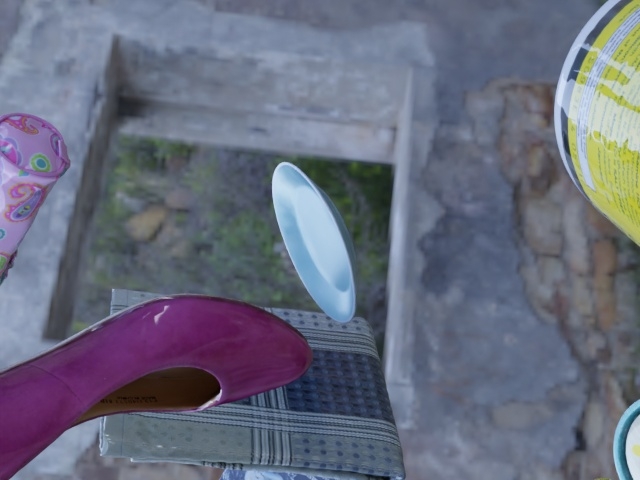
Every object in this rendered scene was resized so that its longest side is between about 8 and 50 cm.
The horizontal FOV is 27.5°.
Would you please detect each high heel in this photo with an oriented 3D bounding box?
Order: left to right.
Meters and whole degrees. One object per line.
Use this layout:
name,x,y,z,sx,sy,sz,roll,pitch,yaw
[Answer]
high heel,-0.158,0.139,0.930,0.127,0.377,0.181,-49,49,49

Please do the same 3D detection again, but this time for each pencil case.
pencil case,-0.438,-0.041,1.767,0.284,0.124,0.124,-53,20,36

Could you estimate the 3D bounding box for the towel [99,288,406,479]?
towel,-0.083,0.160,1.424,0.312,0.324,0.056,-102,23,-61

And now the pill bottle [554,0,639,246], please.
pill bottle,0.270,-0.045,0.748,0.334,0.188,0.187,-113,29,-70

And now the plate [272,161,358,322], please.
plate,0.000,0.000,1.427,0.188,0.024,0.188,53,156,37

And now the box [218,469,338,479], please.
box,-0.027,0.298,1.592,0.093,0.156,0.158,3,-60,-57

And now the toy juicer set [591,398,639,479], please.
toy juicer set,0.351,0.224,1.168,0.209,0.089,0.329,49,130,25
